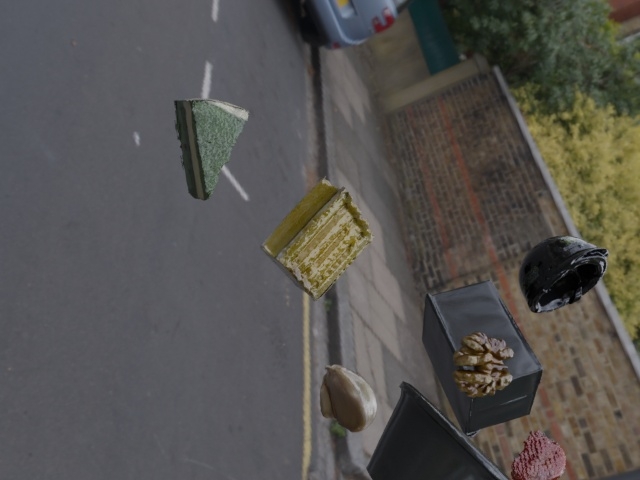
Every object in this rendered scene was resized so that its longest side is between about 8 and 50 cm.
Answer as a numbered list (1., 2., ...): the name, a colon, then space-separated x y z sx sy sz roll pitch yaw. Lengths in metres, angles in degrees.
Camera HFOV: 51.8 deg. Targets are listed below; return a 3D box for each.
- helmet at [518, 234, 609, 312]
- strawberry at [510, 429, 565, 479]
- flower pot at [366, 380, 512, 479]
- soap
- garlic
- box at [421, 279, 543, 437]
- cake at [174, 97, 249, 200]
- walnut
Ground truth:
1. helmet: 0.658 0.072 1.838 0.278 0.231 0.160 101 -29 -45
2. strawberry: 0.716 0.712 2.104 0.236 0.107 0.175 -47 115 -39
3. flower pot: 0.185 0.382 1.103 0.269 0.166 0.269 44 -2 2
4. soap: 0.000 0.000 2.239 0.156 0.335 0.293 34 -10 39
5. garlic: 0.088 0.476 2.042 0.110 0.217 0.227 -26 120 -33
6. box: 0.442 0.324 1.854 0.251 0.205 0.345 83 -9 -46
7. cake: -0.298 -0.266 1.878 0.158 0.172 0.283 20 -62 57
8. walnut: 0.366 0.274 1.454 0.170 0.069 0.142 3 87 -35
